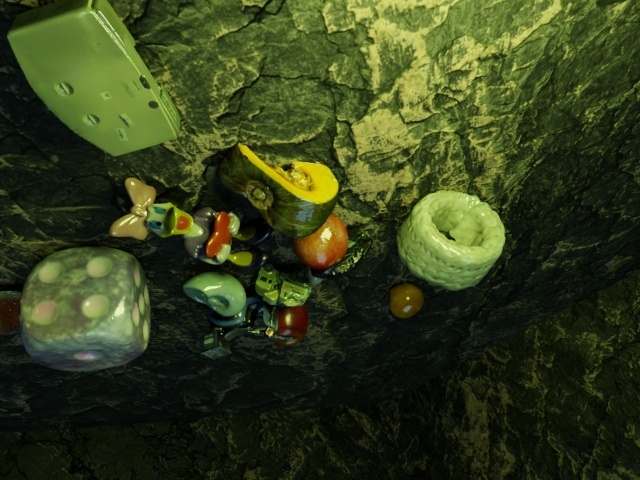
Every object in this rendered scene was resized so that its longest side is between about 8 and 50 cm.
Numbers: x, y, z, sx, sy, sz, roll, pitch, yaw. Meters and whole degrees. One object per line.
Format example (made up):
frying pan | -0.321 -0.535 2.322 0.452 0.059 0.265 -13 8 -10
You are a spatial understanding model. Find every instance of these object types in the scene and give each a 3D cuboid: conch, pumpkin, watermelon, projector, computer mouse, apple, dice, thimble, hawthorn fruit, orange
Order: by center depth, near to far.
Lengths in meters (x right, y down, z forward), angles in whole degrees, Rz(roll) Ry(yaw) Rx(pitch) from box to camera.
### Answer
projector | -0.391 -0.275 0.748 0.193 0.088 0.270 -15 146 4
pumpkin | -0.089 -0.143 1.063 0.280 0.190 0.139 42 132 0
dice | -0.643 0.195 1.195 0.269 0.272 0.270 -6 147 -11
hawthorn fruit | 0.000 0.000 1.225 0.172 0.173 0.173 -9 147 -6
thimble | 0.391 -0.008 1.273 0.290 0.292 0.195 -3 145 -16
watermelon | -0.916 0.201 1.280 0.145 0.137 0.193 -39 157 -27
computer mouse | 0.070 0.053 1.333 0.241 0.146 0.078 -35 121 -21
conch | -0.347 0.170 1.401 0.184 0.121 0.221 -20 140 16
apple | -0.132 0.309 1.647 0.180 0.169 0.181 -7 141 -6
orange | 0.354 0.250 1.775 0.154 0.134 0.155 -31 159 -13

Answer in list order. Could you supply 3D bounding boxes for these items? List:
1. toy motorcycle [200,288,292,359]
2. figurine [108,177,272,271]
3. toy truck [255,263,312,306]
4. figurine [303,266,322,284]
toy motorcycle | -0.255 0.288 1.526 0.358 0.213 0.125 -21 146 11
figurine | -0.313 -0.025 1.110 0.193 0.155 0.420 9 170 34
toy truck | -0.130 0.166 1.431 0.190 0.116 0.085 19 144 1
figurine | -0.001 0.078 1.452 0.098 0.081 0.146 -44 168 -47
